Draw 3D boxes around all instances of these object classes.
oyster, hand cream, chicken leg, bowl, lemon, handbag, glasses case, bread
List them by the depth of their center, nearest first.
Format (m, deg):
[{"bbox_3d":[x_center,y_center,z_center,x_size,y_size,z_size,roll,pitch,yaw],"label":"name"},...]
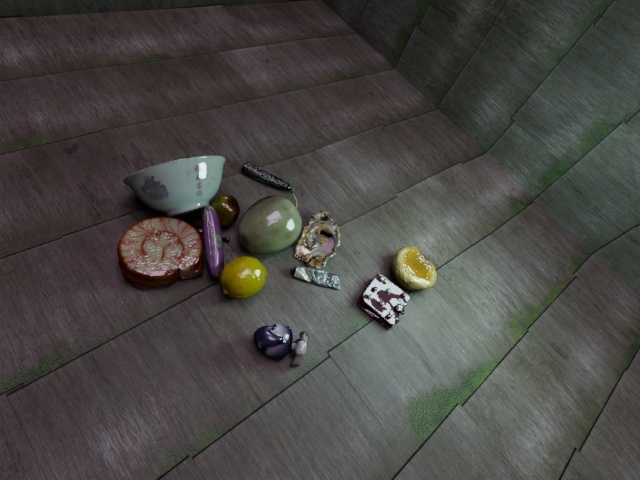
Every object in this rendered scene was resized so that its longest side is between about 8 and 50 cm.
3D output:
[{"bbox_3d":[-0.659,0.045,1.674,0.327,0.114,0.295,-16,63,-30],"label":"bread"},{"bbox_3d":[-0.323,0.156,1.691,0.193,0.180,0.180,-44,77,-6],"label":"lemon"},{"bbox_3d":[-0.459,0.007,1.730,0.075,0.123,0.317,-8,78,-4],"label":"glasses case"},{"bbox_3d":[-0.602,-0.217,1.770,0.434,0.434,0.196,-19,95,-31],"label":"bowl"},{"bbox_3d":[-0.517,-0.027,1.830,0.205,0.053,0.093,31,36,-3],"label":"chicken leg"},{"bbox_3d":[-0.022,0.169,1.888,0.247,0.052,0.076,17,74,-17],"label":"hand cream"},{"bbox_3d":[0.302,0.282,1.909,0.216,0.074,0.203,37,52,7],"label":"handbag"},{"bbox_3d":[0.003,0.002,1.988,0.200,0.107,0.355,7,57,19],"label":"oyster"},{"bbox_3d":[0.461,0.148,2.034,0.244,0.134,0.245,13,52,-17],"label":"bread"}]

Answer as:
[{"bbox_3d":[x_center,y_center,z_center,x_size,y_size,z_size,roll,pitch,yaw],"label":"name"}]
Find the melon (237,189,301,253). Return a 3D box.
[{"bbox_3d":[-0.227,-0.070,1.843,0.307,0.272,0.272,-16,62,-11],"label":"melon"}]

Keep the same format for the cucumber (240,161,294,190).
[{"bbox_3d":[-0.275,-0.324,2.127,0.293,0.068,0.068,27,50,-4],"label":"cucumber"}]

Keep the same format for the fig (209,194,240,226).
[{"bbox_3d":[-0.454,-0.132,1.870,0.165,0.144,0.154,-27,37,-15],"label":"fig"}]

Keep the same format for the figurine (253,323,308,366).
[{"bbox_3d":[-0.160,0.407,1.599,0.222,0.145,0.146,19,51,-9],"label":"figurine"}]
